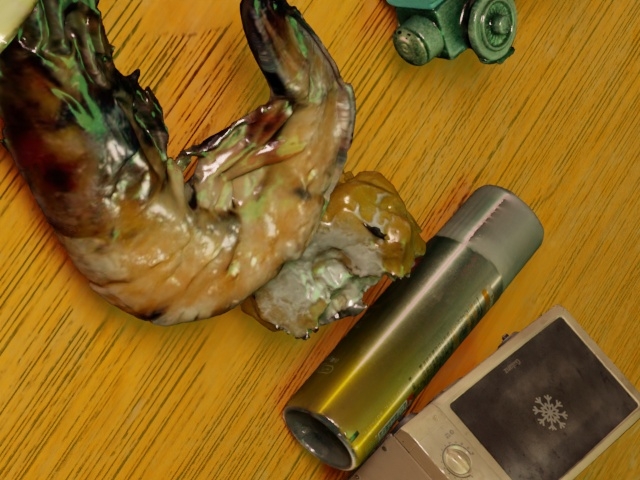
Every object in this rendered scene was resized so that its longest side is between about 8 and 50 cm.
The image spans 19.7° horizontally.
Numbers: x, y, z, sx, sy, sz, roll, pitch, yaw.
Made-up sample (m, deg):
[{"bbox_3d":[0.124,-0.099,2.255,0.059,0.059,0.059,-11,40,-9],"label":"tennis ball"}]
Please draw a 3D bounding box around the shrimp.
[{"bbox_3d":[-0.095,-0.093,1.214,0.233,0.071,0.365,-34,132,-13],"label":"shrimp"}]

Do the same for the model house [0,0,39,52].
[{"bbox_3d":[-0.213,-0.200,0.966,0.189,0.195,0.214,38,66,-17],"label":"model house"}]

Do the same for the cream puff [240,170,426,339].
[{"bbox_3d":[0.000,0.000,1.415,0.156,0.156,0.121,-42,97,-32],"label":"cream puff"}]

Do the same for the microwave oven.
[{"bbox_3d":[0.146,0.196,1.659,0.240,0.145,0.194,-34,170,-40],"label":"microwave oven"}]

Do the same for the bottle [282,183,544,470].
[{"bbox_3d":[0.085,0.071,1.591,0.286,0.082,0.082,-47,141,-26],"label":"bottle"}]

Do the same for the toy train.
[{"bbox_3d":[0.130,-0.248,1.463,0.248,0.101,0.159,-46,128,-30],"label":"toy train"}]
